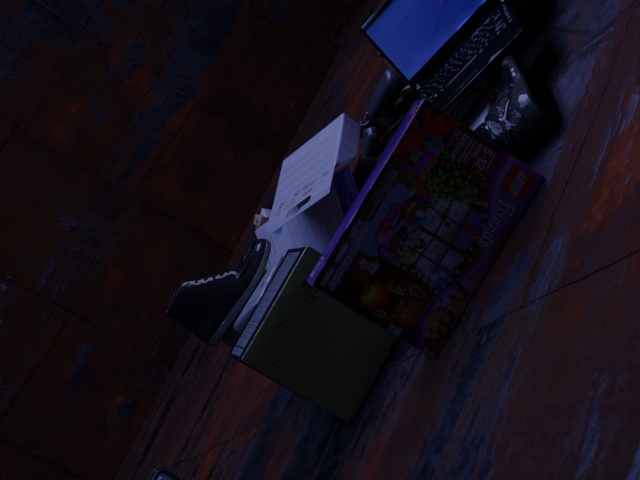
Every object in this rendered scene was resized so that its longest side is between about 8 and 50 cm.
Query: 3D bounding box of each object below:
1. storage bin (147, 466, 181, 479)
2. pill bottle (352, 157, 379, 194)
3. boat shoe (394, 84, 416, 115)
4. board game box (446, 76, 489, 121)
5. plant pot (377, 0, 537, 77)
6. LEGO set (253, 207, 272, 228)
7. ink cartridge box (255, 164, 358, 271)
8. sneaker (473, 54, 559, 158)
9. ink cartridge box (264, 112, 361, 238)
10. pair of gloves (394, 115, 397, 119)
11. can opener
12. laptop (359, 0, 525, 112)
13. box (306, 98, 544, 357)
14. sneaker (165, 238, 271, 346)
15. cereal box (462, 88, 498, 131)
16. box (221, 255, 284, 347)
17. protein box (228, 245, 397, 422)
[{"bbox_3d":[-0.338,0.586,2.287,0.091,0.098,0.135,11,67,49],"label":"storage bin"},{"bbox_3d":[0.062,-0.061,2.116,0.219,0.122,0.123,-52,13,35],"label":"pill bottle"},{"bbox_3d":[0.218,-0.324,2.240,0.073,0.080,0.223,-63,5,-11],"label":"boat shoe"},{"bbox_3d":[0.182,-0.163,1.841,0.305,0.053,0.193,-52,-4,7],"label":"board game box"},{"bbox_3d":[0.253,-0.426,1.951,0.272,0.272,0.265,-80,15,-62],"label":"plant pot"},{"bbox_3d":[-0.032,-0.013,2.295,0.287,0.132,0.107,-17,-39,-50],"label":"LEGO set"},{"bbox_3d":[0.000,0.000,2.047,0.311,0.065,0.186,-35,64,44],"label":"ink cartridge box"},{"bbox_3d":[0.283,-0.196,1.571,0.130,0.087,0.227,-46,20,26],"label":"sneaker"},{"bbox_3d":[-0.013,-0.112,1.981,0.189,0.066,0.232,-35,34,36],"label":"ink cartridge box"},{"bbox_3d":[0.211,-0.393,2.572,0.204,0.042,0.240,-56,9,33],"label":"pair of gloves"},{"bbox_3d":[0.153,-0.291,2.422,0.283,0.076,0.095,119,144,-63],"label":"can opener"},{"bbox_3d":[0.196,-0.351,1.737,0.234,0.136,0.264,-46,21,24],"label":"laptop"},{"bbox_3d":[0.142,-0.016,1.414,0.293,0.201,0.057,-59,10,0],"label":"box"},{"bbox_3d":[-0.185,0.072,1.901,0.222,0.118,0.083,-59,9,-12],"label":"sneaker"},{"bbox_3d":[0.232,-0.115,1.678,0.173,0.047,0.240,-53,12,42],"label":"cereal box"},{"bbox_3d":[-0.054,0.150,1.903,0.181,0.182,0.119,-46,16,51],"label":"box"},{"bbox_3d":[-0.003,0.144,1.632,0.201,0.199,0.136,-60,11,-8],"label":"protein box"}]
